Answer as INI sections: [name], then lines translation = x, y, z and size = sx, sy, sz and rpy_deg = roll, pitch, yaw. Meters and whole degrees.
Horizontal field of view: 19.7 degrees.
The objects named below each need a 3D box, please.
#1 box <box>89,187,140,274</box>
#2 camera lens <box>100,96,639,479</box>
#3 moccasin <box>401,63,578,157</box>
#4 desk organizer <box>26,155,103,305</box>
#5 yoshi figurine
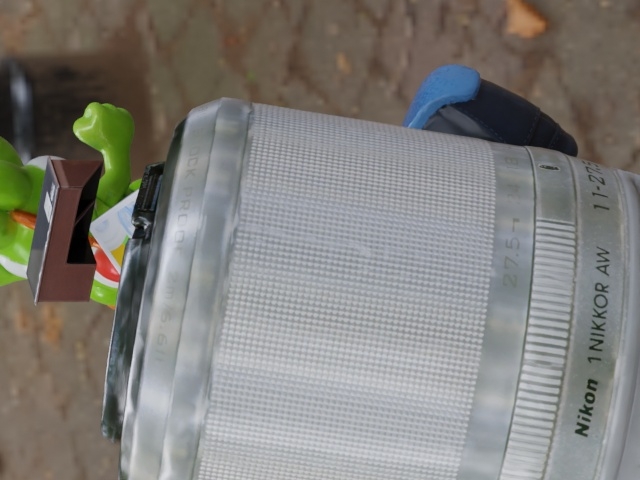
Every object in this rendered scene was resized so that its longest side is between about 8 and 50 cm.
[box]
translation = -0.097, 0.029, 1.689
size = 0.114, 0.103, 0.203
rpy_deg = -34, 92, 29
[camera lens]
translation = 0.035, 0.051, 0.944
size = 0.219, 0.274, 0.219
rpy_deg = -171, 90, -87
[moccasin]
translation = 0.061, 0.052, 1.183
size = 0.137, 0.117, 0.342
rpy_deg = -69, 1, -48
[desk organizer]
translation = -0.221, -0.008, 1.624
size = 0.047, 0.050, 0.130
rpy_deg = -116, 34, -48
[yoshi figurine]
translation = -0.264, -0.029, 1.840
size = 0.203, 0.362, 0.203
rpy_deg = -16, 72, 25
